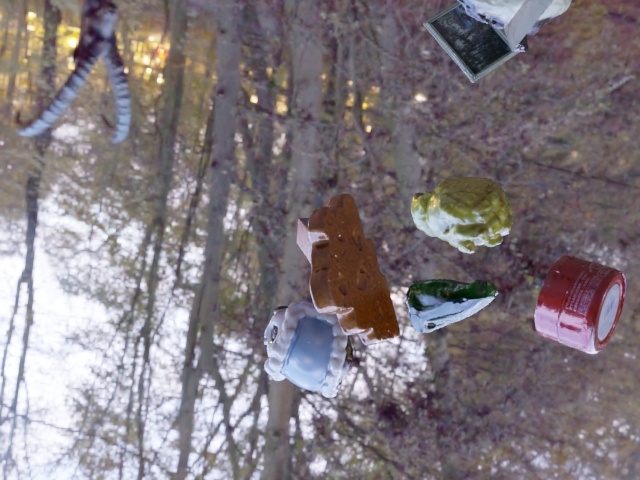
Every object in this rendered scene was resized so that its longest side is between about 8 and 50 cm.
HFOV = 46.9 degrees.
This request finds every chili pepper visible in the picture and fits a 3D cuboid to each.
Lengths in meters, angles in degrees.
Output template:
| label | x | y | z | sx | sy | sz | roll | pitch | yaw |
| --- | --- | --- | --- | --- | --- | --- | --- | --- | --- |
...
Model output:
| label | x | y | z | sx | sy | sz | roll | pitch | yaw |
| --- | --- | --- | --- | --- | --- | --- | --- | --- | --- |
| chili pepper | 0.247 | 0.113 | 1.408 | 0.216 | 0.108 | 0.062 | -28 | -165 | 47 |

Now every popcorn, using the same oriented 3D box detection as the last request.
| label | x | y | z | sx | sy | sz | roll | pitch | yaw |
| --- | --- | --- | --- | --- | --- | --- | --- | --- | --- |
| popcorn | 0.394 | -0.081 | 1.966 | 0.225 | 0.174 | 0.286 | -20 | -161 | -21 |

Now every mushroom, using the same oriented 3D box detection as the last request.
| label | x | y | z | sx | sy | sz | roll | pitch | yaw |
| --- | --- | --- | --- | --- | --- | --- | --- | --- | --- |
| mushroom | 0.383 | -0.529 | 1.436 | 0.344 | 0.248 | 0.130 | -2 | 164 | -41 |

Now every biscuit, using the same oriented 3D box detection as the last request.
| label | x | y | z | sx | sy | sz | roll | pitch | yaw |
| --- | --- | --- | --- | --- | --- | --- | --- | --- | --- |
| biscuit | 0.059 | 0.074 | 1.300 | 0.043 | 0.306 | 0.284 | -18 | -147 | 25 |

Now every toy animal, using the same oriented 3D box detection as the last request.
| label | x | y | z | sx | sy | sz | roll | pitch | yaw |
| --- | --- | --- | --- | --- | --- | --- | --- | --- | --- |
| toy animal | -0.032 | 0.250 | 1.635 | 0.204 | 0.208 | 0.156 | 16 | -129 | 4 |

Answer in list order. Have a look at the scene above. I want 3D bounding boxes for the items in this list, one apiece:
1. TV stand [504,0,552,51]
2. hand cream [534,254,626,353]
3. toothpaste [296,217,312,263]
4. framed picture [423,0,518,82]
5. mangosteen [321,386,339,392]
| label | x | y | z | sx | sy | sz | roll | pitch | yaw |
| --- | --- | --- | --- | --- | --- | --- | --- | --- | --- |
| TV stand | 0.358 | -0.383 | 1.113 | 0.040 | 0.049 | 0.256 | -5 | 158 | -19 |
| hand cream | 0.646 | 0.157 | 1.826 | 0.149 | 0.230 | 0.230 | 16 | -168 | 38 |
| toothpaste | 0.001 | 0.000 | 1.626 | 0.076 | 0.066 | 0.320 | 2 | -171 | -9 |
| framed picture | 0.339 | -0.458 | 1.654 | 0.183 | 0.142 | 0.011 | 54 | 168 | 12 |
| mangosteen | 0.020 | 0.353 | 1.898 | 0.081 | 0.081 | 0.081 | 12 | -168 | -3 |
